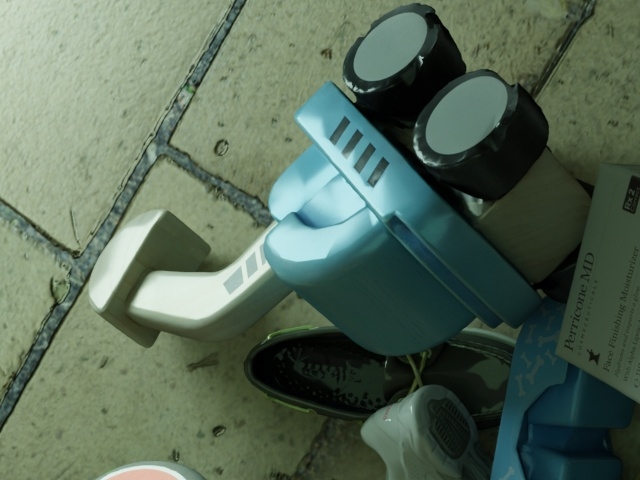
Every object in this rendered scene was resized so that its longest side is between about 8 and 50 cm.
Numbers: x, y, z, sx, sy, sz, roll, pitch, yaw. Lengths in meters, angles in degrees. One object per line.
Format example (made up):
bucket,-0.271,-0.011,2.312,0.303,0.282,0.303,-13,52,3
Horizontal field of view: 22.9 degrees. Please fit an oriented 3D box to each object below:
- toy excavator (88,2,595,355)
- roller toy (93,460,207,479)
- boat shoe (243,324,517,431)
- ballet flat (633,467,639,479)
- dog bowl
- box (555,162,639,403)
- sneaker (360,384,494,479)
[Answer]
toy excavator,0.000,0.000,1.495,0.445,0.222,0.433,-44,38,3
roller toy,-0.170,0.334,1.585,0.191,0.146,0.209,1,45,28
boat shoe,0.073,0.136,1.563,0.305,0.091,0.109,3,89,20
ballet flat,0.325,0.234,1.456,0.073,0.080,0.232,17,85,57
dog bowl,0.233,0.182,1.470,0.074,0.166,0.297,10,91,42
box,0.321,0.036,1.354,0.119,0.182,0.181,30,113,53
sneaker,0.123,0.242,1.532,0.115,0.090,0.232,-19,109,43
